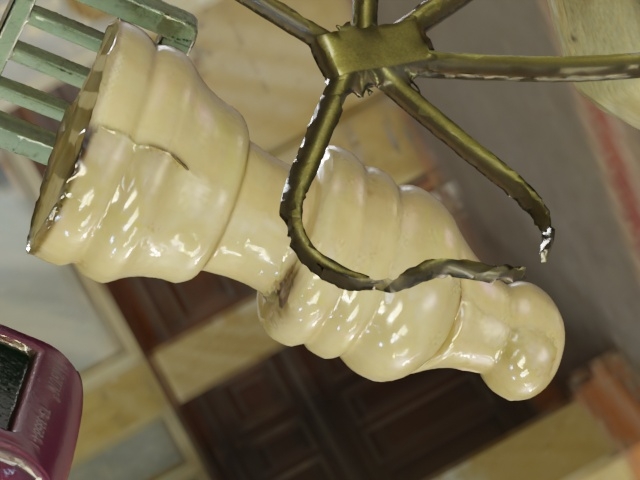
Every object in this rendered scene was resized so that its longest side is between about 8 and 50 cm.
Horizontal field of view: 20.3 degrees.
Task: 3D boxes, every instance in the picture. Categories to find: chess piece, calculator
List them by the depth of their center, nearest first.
[{"bbox_3d":[-0.184,0.041,0.753,0.190,0.034,0.126,33,-165,-11],"label":"calculator"},{"bbox_3d":[0.000,0.000,1.004,0.307,0.124,0.139,23,-160,-14],"label":"chess piece"}]

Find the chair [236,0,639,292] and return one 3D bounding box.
[{"bbox_3d":[0.134,-0.116,0.433,0.170,0.325,0.160,108,143,-59],"label":"chair"}]

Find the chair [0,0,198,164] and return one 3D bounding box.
[{"bbox_3d":[-0.218,-0.099,1.009,0.270,0.136,0.147,25,-150,-15],"label":"chair"}]

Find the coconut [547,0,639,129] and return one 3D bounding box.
[{"bbox_3d":[0.206,-0.157,0.900,0.224,0.224,0.224,61,176,7],"label":"coconut"}]
